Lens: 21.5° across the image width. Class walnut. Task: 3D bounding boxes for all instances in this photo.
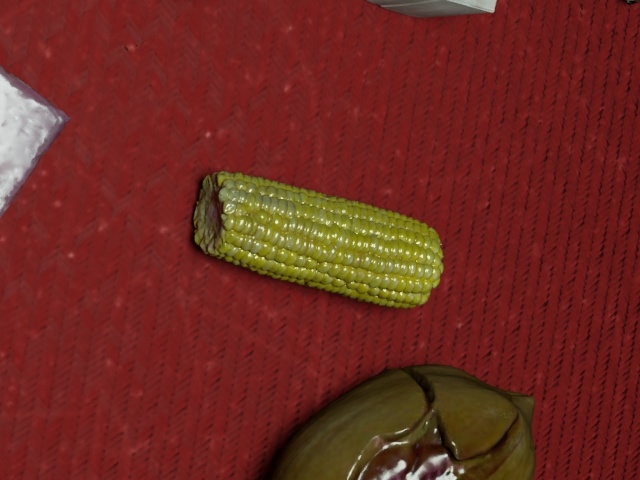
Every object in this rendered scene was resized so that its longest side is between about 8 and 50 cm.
[{"bbox_3d":[0.080,0.221,1.587,0.298,0.203,0.203,-31,106,-22],"label":"walnut"}]

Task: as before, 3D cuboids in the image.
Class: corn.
[{"bbox_3d":[0.000,0.000,1.578,0.244,0.093,0.093,16,87,-22],"label":"corn"}]

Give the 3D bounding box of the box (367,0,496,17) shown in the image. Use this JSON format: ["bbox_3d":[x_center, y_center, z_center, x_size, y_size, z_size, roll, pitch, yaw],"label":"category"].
[{"bbox_3d":[0.121,-0.314,1.589,0.081,0.135,0.199,16,88,-26],"label":"box"}]

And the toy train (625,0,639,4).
[{"bbox_3d":[0.324,-0.311,1.715,0.050,0.087,0.138,-14,101,-28],"label":"toy train"}]

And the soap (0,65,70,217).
[{"bbox_3d":[-0.400,-0.022,1.365,0.233,0.128,0.359,37,79,-23],"label":"soap"}]
